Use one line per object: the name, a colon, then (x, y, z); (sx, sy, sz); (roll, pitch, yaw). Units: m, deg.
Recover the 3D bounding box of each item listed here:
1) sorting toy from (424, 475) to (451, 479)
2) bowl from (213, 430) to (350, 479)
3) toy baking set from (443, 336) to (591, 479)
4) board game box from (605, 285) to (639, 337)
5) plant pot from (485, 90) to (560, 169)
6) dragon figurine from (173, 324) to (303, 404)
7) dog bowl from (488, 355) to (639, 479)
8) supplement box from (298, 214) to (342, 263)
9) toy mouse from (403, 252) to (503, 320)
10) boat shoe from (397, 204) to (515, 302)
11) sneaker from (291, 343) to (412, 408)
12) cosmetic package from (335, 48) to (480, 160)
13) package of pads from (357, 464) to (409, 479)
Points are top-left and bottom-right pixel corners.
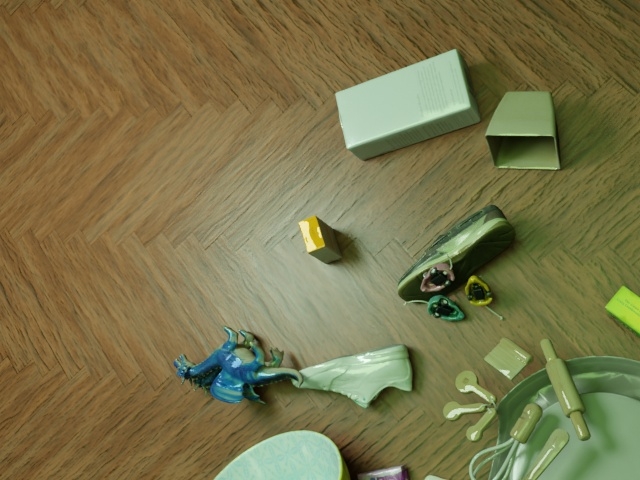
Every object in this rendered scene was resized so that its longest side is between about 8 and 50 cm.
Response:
sorting toy: (0.190, 0.416, 1.200); (0.075, 0.045, 0.083); (21, 87, 45)
bowl: (-0.056, 0.465, 1.207); (0.290, 0.289, 0.156); (-25, 113, 16)
toy baking set: (0.284, 0.260, 1.076); (0.197, 0.030, 0.256); (-33, 44, 17)
board game box: (0.505, 0.143, 1.089); (0.181, 0.092, 0.043); (41, 96, 25)
plant pot: (0.338, -0.185, 1.230); (0.109, 0.109, 0.096); (4, 68, 24)
dragon figurine: (-0.138, 0.245, 1.332); (0.289, 0.085, 0.143); (23, 91, 36)
dog bowl: (0.395, 0.342, 1.042); (0.349, 0.102, 0.348); (-15, 55, 23)
supplement box: (0.000, 0.000, 1.332); (0.036, 0.098, 0.062); (-23, 70, 14)
toy mouse: (0.204, 0.082, 1.227); (0.143, 0.161, 0.031); (-16, 35, 24)
boat shoe: (0.220, 0.023, 1.252); (0.224, 0.080, 0.073); (-38, 37, 25)
sneaker: (0.053, 0.242, 1.276); (0.212, 0.080, 0.094); (-15, 85, 19)
cosmetic package: (0.154, -0.236, 1.328); (0.231, 0.085, 0.117); (-16, 73, 21)
package of pads: (0.105, 0.403, 1.237); (0.083, 0.032, 0.050); (-17, 75, 19)
